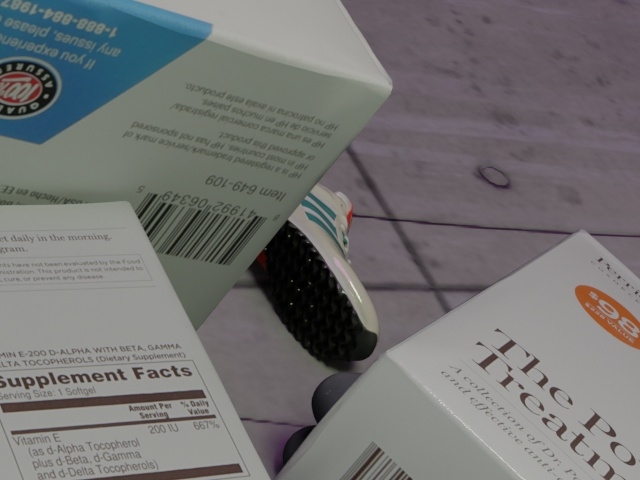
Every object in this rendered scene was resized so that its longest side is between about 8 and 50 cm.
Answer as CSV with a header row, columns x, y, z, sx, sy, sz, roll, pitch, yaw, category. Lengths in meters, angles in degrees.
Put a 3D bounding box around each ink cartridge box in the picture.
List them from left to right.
x,y,z,sx,sy,sz,roll,pitch,yaw,category
-0.154,-0.047,0.684,0.198,0.270,0.197,12,38,-43,ink cartridge box

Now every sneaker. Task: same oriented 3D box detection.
x,y,z,sx,sy,sz,roll,pitch,yaw,category
0.000,0.000,0.951,0.075,0.057,0.161,-12,47,-36,sneaker

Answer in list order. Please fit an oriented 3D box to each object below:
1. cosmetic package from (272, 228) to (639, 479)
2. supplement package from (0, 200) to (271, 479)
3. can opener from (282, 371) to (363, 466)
x,y,z,sx,sy,sz,roll,pitch,yaw,category
0.189,0.172,0.738,0.377,0.097,0.284,43,22,11,cosmetic package
-0.185,0.106,0.551,0.262,0.204,0.145,0,45,-35,supplement package
0.028,0.173,0.725,0.095,0.076,0.283,7,38,-29,can opener
